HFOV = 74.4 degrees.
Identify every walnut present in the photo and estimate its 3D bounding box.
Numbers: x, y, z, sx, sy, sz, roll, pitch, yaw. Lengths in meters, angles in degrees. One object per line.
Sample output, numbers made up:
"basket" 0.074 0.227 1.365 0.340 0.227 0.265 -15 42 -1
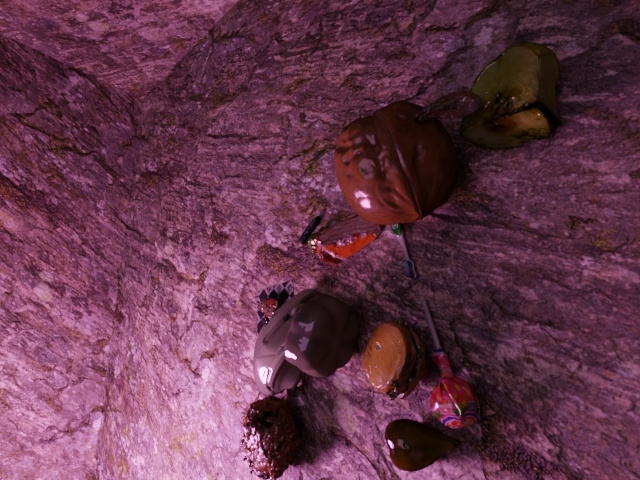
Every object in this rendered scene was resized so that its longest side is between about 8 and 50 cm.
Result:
"walnut" 0.225 -0.228 1.282 0.355 0.308 0.397 -23 58 15

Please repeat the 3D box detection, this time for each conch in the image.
"conch" 0.000 0.000 1.616 0.089 0.074 0.121 21 71 20

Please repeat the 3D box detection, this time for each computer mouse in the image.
"computer mouse" -0.130 0.365 1.523 0.428 0.146 0.228 -58 37 2

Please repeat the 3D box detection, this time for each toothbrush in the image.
"toothbrush" 0.250 -0.058 1.403 0.042 0.040 0.417 -34 51 34

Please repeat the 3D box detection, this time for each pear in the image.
"pear" 0.522 -0.400 1.161 0.238 0.164 0.255 -14 62 52

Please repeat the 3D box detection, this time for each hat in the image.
"hat" -0.085 0.557 1.528 0.087 0.042 0.058 32 100 11

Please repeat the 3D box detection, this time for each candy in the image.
"candy" 0.332 0.322 1.161 0.124 0.124 0.365 -37 45 31

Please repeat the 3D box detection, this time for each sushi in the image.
"sushi" -0.204 0.287 1.722 0.232 0.047 0.219 -22 63 38

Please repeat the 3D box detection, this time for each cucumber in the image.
"cucumber" -0.043 -0.046 1.683 0.133 0.032 0.032 -56 46 17

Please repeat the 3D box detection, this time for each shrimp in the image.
"shrimp" 0.338 -0.358 1.139 0.191 0.042 0.101 -16 49 5

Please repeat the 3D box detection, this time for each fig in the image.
"fig" 0.261 0.541 1.129 0.185 0.127 0.132 -33 42 37

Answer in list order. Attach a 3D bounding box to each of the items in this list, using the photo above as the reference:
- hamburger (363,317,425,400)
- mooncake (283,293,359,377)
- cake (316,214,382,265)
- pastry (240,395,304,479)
"hamburger" 0.223 0.336 1.214 0.189 0.122 0.214 16 88 68
"mooncake" 0.012 0.307 1.354 0.135 0.275 0.274 15 88 40
"cake" 0.098 -0.018 1.488 0.287 0.135 0.098 -36 39 20
"pastry" -0.191 0.687 1.473 0.275 0.193 0.274 -14 68 40
